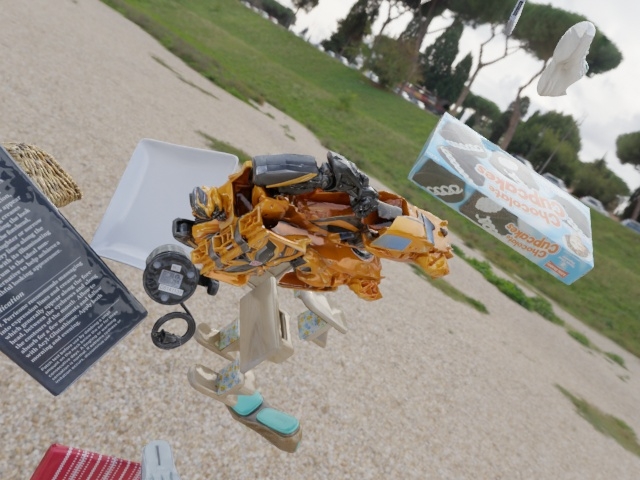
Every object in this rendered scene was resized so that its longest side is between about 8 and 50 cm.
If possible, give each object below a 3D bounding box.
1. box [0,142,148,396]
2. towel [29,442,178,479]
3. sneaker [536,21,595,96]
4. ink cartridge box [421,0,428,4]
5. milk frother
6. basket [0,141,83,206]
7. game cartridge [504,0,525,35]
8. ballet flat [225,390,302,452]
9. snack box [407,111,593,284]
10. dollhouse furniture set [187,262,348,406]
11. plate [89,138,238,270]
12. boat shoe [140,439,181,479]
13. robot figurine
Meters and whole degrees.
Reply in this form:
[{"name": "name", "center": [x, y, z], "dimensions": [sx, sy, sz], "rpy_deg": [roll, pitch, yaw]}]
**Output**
[{"name": "box", "center": [-0.557, 0.038, 0.873], "dimensions": [0.293, 0.212, 0.395], "rpy_deg": [12, -41, 48]}, {"name": "towel", "center": [-0.460, 0.527, 0.988], "dimensions": [0.275, 0.199, 0.031], "rpy_deg": [30, 2, -29]}, {"name": "sneaker", "center": [0.629, -0.444, 1.200], "dimensions": [0.094, 0.080, 0.212], "rpy_deg": [7, -28, -3]}, {"name": "ink cartridge box", "center": [0.209, -0.393, 0.634], "dimensions": [0.060, 0.180, 0.104], "rpy_deg": [21, 15, -13]}, {"name": "milk frother", "center": [-0.252, 0.091, 0.815], "dimensions": [0.129, 0.143, 0.135], "rpy_deg": [37, -6, -17]}, {"name": "basket", "center": [-0.848, -0.145, 1.287], "dimensions": [0.223, 0.299, 0.213], "rpy_deg": [-89, 158, -75]}, {"name": "game cartridge", "center": [0.471, -0.541, 1.174], "dimensions": [0.017, 0.083, 0.056], "rpy_deg": [27, -18, 12]}, {"name": "ballet flat", "center": [-0.186, 0.554, 1.497], "dimensions": [0.342, 0.124, 0.116], "rpy_deg": [15, 29, 37]}, {"name": "snack box", "center": [0.319, -0.081, 0.841], "dimensions": [0.322, 0.060, 0.187], "rpy_deg": [34, 43, 0]}, {"name": "dollhouse furniture set", "center": [-0.179, 0.119, 1.181], "dimensions": [0.256, 0.362, 0.394], "rpy_deg": [40, 23, -33]}, {"name": "plate", "center": [-0.320, -0.066, 1.003], "dimensions": [0.278, 0.277, 0.045], "rpy_deg": [15, -13, 25]}, {"name": "boat shoe", "center": [-0.295, 0.470, 0.897], "dimensions": [0.083, 0.076, 0.226], "rpy_deg": [1, 15, -16]}, {"name": "robot figurine", "center": [0.000, 0.000, 0.502], "dimensions": [0.291, 0.211, 0.085], "rpy_deg": [12, 61, -41]}]
